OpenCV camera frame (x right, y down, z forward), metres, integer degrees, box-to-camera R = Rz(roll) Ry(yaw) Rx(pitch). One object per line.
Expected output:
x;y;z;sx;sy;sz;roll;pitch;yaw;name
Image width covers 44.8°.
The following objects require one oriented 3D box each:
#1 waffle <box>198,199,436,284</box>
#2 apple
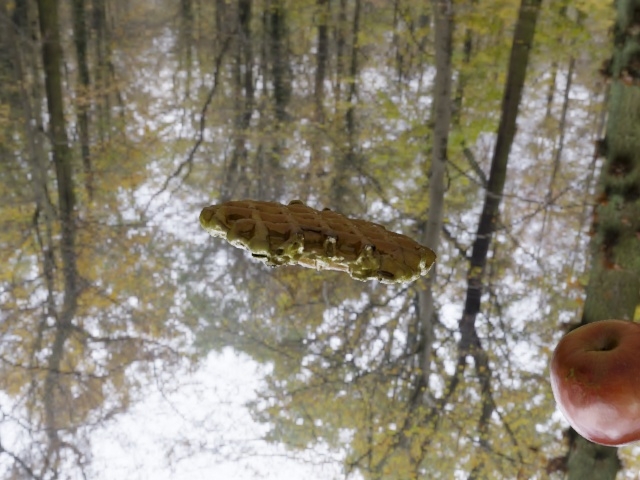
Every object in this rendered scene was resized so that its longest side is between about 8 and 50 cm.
0.001;-0.002;0.931;0.291;0.051;0.291;14;-170;-2;waffle
0.377;0.183;1.000;0.163;0.139;0.163;-21;-160;8;apple
